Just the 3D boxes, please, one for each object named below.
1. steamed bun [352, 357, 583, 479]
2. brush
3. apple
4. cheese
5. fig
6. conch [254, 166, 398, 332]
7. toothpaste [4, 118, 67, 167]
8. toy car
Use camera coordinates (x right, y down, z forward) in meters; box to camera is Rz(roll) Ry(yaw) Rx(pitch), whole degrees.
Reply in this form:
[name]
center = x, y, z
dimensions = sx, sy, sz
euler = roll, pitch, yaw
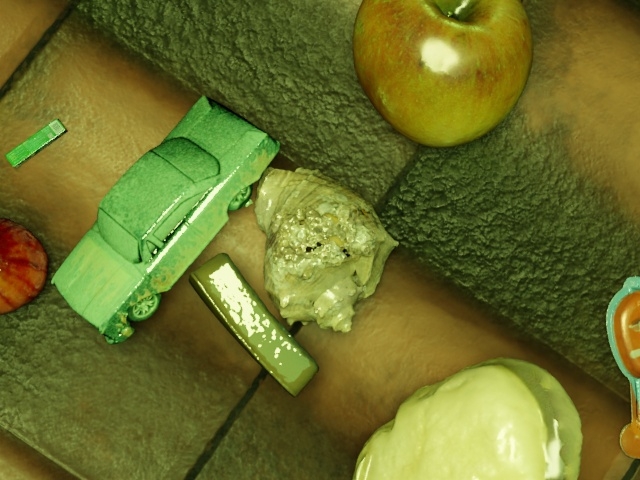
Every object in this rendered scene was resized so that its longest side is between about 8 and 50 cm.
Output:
[steamed bun]
center = 0.200, 0.342, 0.844
dimensions = 0.324, 0.230, 0.372
euler = -33, 53, 26
[brush]
center = -0.084, 0.105, 0.899
dimensions = 0.059, 0.123, 0.197
euler = -41, 92, -10
[apple]
center = 0.152, -0.234, 0.923
dimensions = 0.236, 0.207, 0.237
euler = 3, 67, -7
[cheese]
center = 0.451, 0.177, 0.990
dimensions = 0.106, 0.037, 0.256
euler = -2, 85, -4
[fig]
center = -0.414, 0.026, 0.874
dimensions = 0.128, 0.150, 0.128
euler = -11, 66, 27
[conch]
center = 0.000, 0.000, 0.927
dimensions = 0.178, 0.163, 0.245
euler = -13, 67, -38
[toothpaste]
center = -0.374, -0.128, 0.940
dimensions = 0.083, 0.017, 0.020
euler = -38, 93, -7
[toy car]
center = -0.201, -0.036, 0.890
dimensions = 0.141, 0.097, 0.321
euler = 35, 82, 31
